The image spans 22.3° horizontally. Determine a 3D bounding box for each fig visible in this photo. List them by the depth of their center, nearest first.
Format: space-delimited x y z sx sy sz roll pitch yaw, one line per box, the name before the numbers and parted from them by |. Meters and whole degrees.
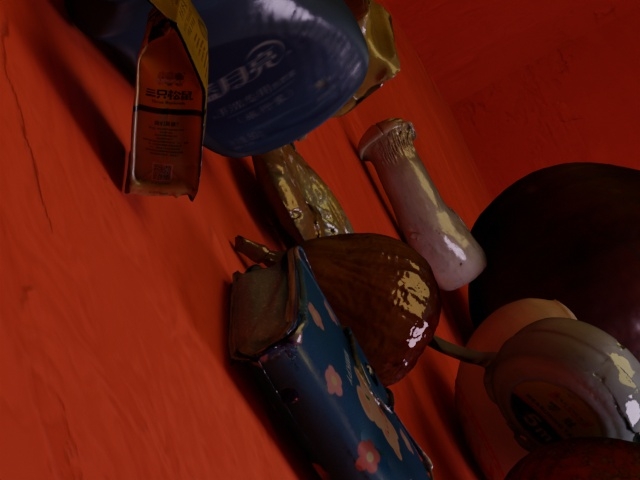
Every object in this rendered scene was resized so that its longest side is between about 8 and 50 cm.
fig | 0.010 0.052 1.156 0.119 0.153 0.119 178 -90 -66

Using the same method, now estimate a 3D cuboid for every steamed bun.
steamed bun | 0.213 0.179 1.648 0.232 0.145 0.232 159 -90 -86

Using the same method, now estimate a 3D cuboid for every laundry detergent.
laundry detergent | -0.077 -0.150 1.055 0.290 0.143 0.094 34 32 -63

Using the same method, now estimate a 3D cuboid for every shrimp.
shrimp | -0.002 0.001 1.298 0.217 0.051 0.115 58 17 -30

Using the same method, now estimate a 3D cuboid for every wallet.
wallet | 0.012 0.109 1.041 0.202 0.059 0.141 58 9 -22

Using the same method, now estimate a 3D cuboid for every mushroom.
mushroom | 0.119 -0.045 1.974 0.223 0.081 0.092 58 29 -14

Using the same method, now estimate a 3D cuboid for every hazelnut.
hazelnut | 0.372 0.093 2.088 0.402 0.402 0.429 61 -5 -7

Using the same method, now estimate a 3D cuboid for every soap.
soap | 0.001 -0.187 1.562 0.076 0.135 0.233 59 10 -22

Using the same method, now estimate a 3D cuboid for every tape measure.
tape measure | 0.165 0.083 1.466 0.330 0.164 0.084 44 49 -3

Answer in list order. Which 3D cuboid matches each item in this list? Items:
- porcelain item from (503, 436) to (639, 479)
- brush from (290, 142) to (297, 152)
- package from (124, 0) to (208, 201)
porcelain item | 0.240 0.302 1.379 0.253 0.253 0.253 59 10 -18
brush | -0.022 -0.073 1.510 0.024 0.008 0.083 43 21 -54
package | -0.087 -0.094 0.935 0.071 0.047 0.131 -91 -174 -67
